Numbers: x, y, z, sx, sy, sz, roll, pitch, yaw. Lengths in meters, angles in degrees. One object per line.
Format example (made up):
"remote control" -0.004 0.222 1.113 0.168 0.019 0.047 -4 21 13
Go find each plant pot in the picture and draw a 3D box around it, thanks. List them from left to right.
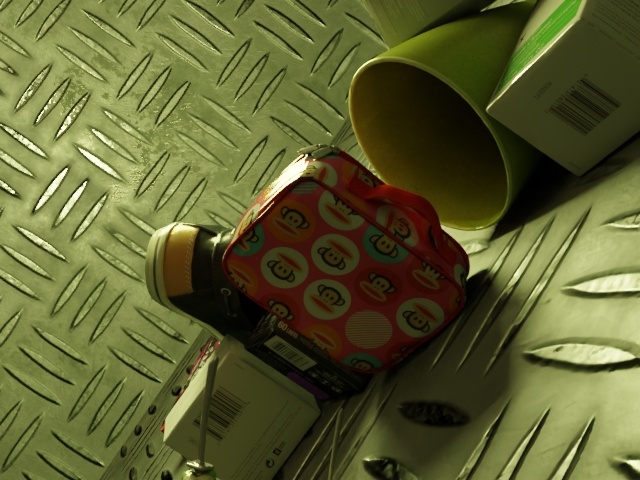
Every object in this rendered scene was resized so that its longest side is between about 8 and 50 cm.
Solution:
"plant pot" 0.237 -0.209 1.358 0.293 0.274 0.275 -42 3 -26

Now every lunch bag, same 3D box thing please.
"lunch bag" 0.046 0.021 1.279 0.258 0.293 0.120 -43 15 34

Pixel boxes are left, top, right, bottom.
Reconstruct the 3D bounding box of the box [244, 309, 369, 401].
"box" 0.031 0.088 1.497 0.270 0.165 0.143 -59 10 -26

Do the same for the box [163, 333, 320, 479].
"box" -0.126 0.279 1.546 0.181 0.182 0.119 -54 11 3

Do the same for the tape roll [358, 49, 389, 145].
"tape roll" 0.187 -0.211 1.555 0.246 0.246 0.169 -55 9 -6

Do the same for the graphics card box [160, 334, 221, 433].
"graphics card box" -0.224 0.288 2.280 0.233 0.094 0.371 -47 11 37

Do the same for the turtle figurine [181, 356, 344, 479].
"turtle figurine" -0.075 0.313 1.093 0.266 0.274 0.198 -44 -25 20

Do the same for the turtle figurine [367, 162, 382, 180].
"turtle figurine" 0.168 -0.131 1.728 0.175 0.118 0.234 -39 -16 -17

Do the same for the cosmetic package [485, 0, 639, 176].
"cosmetic package" 0.365 -0.281 1.204 0.197 0.155 0.365 -48 12 52

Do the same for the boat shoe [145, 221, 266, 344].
"boat shoe" -0.113 0.081 1.635 0.500 0.156 0.186 36 -125 -67

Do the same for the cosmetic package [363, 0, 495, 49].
"cosmetic package" 0.190 -0.365 1.349 0.238 0.107 0.127 -32 -6 34
